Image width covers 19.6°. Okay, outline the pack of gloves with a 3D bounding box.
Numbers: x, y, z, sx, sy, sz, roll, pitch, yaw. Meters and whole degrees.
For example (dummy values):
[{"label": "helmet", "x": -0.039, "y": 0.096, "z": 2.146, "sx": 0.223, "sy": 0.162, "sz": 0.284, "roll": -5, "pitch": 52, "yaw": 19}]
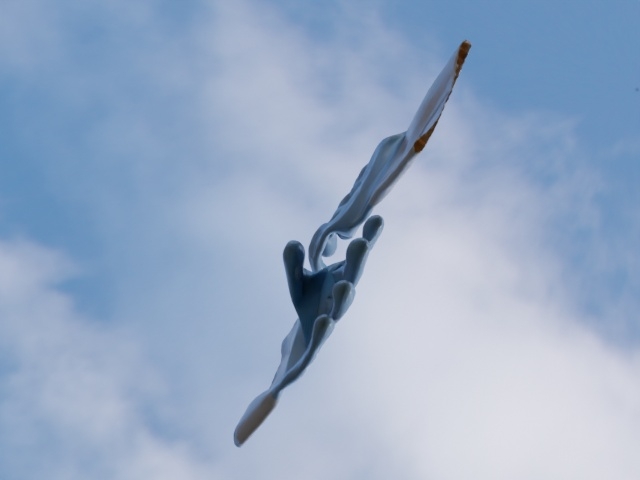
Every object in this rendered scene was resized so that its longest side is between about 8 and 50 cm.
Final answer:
[{"label": "pack of gloves", "x": 0.000, "y": 0.000, "z": 1.100, "sx": 0.046, "sy": 0.232, "sz": 0.195, "roll": 27, "pitch": -117, "yaw": -5}]
